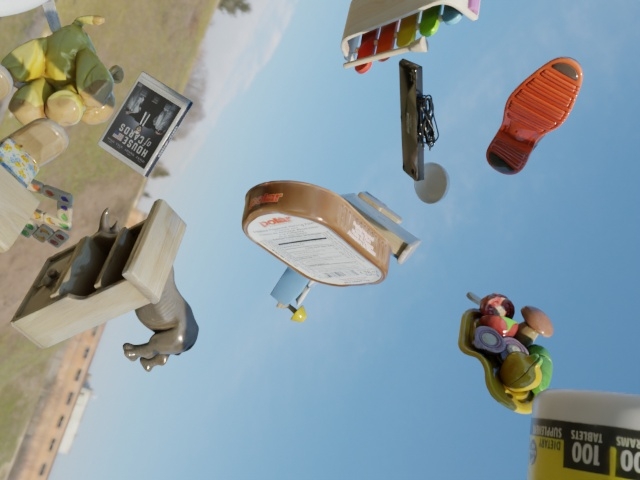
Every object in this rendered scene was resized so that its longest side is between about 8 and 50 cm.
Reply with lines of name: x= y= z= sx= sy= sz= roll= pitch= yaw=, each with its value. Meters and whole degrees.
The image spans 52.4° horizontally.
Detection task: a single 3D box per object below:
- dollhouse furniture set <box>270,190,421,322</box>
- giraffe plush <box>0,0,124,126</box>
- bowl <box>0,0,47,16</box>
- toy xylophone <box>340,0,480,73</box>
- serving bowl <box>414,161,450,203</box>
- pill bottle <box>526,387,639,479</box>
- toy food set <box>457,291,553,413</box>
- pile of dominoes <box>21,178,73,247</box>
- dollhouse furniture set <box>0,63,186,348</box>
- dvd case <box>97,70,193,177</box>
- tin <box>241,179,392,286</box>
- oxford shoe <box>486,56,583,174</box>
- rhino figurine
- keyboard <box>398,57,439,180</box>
dollhouse furniture set: x=0.070 y=0.065 z=1.545 sx=0.303 sy=0.198 sz=0.286 roll=-56 pitch=169 yaw=15
giraffe plush: x=-0.407 y=-0.261 z=1.082 sx=0.170 sy=0.181 sz=0.210 roll=80 pitch=6 yaw=-73
bowl: x=-0.365 y=-0.376 z=0.623 sx=0.134 sy=0.298 sz=0.297 roll=-35 pitch=-143 yaw=46
toy xylophone: x=0.158 y=-0.434 z=1.302 sx=0.323 sy=0.081 sz=0.236 roll=1 pitch=-115 yaw=43
serving bowl: x=0.228 y=-0.115 z=1.306 sx=0.083 sy=0.027 sz=0.083 roll=5 pitch=-84 yaw=47
pill bottle: x=0.270 y=0.306 z=0.558 sx=0.188 sy=0.188 sz=0.333 roll=154 pitch=-53 yaw=-65
toy food set: x=0.250 y=0.122 z=0.837 sx=0.071 sy=0.128 sz=0.218 roll=-52 pitch=-176 yaw=28
pile of dominoes: x=-0.627 y=-0.064 z=1.309 sx=0.196 sy=0.251 sz=0.040 roll=116 pitch=-6 yaw=-49
dollhouse furniture set: x=-0.268 y=-0.032 z=0.588 sx=0.161 sy=0.242 sz=0.212 roll=-23 pitch=-145 yaw=23
dvd case: x=-0.476 y=-0.315 z=1.763 sx=0.238 sy=0.179 sz=0.029 roll=-58 pitch=164 yaw=2
tin: x=0.000 y=0.000 z=0.651 sx=0.106 sy=0.190 sz=0.040 roll=-12 pitch=-121 yaw=31
oxford shoe: x=0.368 y=-0.227 z=1.117 sx=0.098 sy=0.097 sz=0.271 roll=-52 pitch=173 yaw=-29
rhino figurine: x=-0.256 y=0.065 z=0.938 sx=0.106 sy=0.243 sz=0.073 roll=-23 pitch=-177 yaw=6
keyboard: x=0.158 y=-0.184 z=1.025 sx=0.100 sy=0.038 sz=0.192 roll=-121 pitch=-160 yaw=-57
